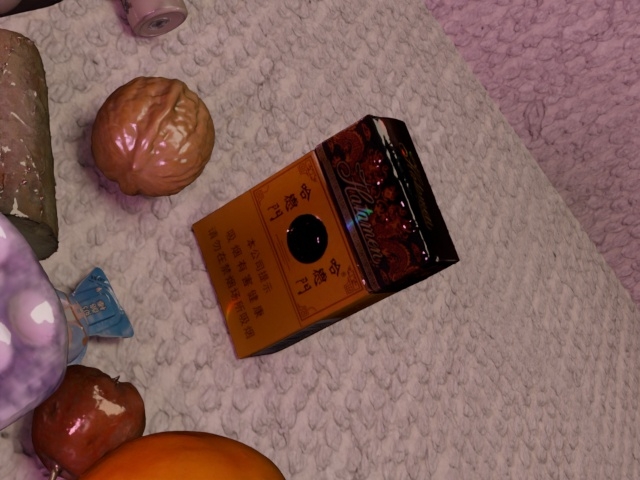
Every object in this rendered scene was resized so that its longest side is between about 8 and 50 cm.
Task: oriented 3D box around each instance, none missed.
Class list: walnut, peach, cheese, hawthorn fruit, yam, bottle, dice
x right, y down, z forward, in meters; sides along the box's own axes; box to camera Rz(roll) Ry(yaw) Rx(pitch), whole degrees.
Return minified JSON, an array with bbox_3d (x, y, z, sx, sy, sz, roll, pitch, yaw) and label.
[{"bbox_3d":[-0.271,-0.165,1.756,0.213,0.213,0.213,35,40,-36],"label":"walnut"},{"bbox_3d":[-0.183,0.403,1.328,0.302,0.342,0.342,-2,59,-10],"label":"peach"},{"bbox_3d":[-0.362,0.115,1.528,0.245,0.052,0.135,-23,85,-59],"label":"cheese"},{"bbox_3d":[-0.324,0.248,1.429,0.189,0.149,0.149,-38,101,-18],"label":"hawthorn fruit"},{"bbox_3d":[-0.445,-0.125,1.489,0.168,0.168,0.304,19,51,-48],"label":"yam"},{"bbox_3d":[-0.334,-0.499,1.997,0.110,0.110,0.233,-8,72,-57],"label":"bottle"},{"bbox_3d":[-0.462,0.116,1.172,0.270,0.271,0.270,60,31,-3],"label":"dice"}]

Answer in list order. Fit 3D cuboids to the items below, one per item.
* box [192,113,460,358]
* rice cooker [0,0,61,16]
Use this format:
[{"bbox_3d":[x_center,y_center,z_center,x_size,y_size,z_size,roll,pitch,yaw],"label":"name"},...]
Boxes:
[{"bbox_3d":[0.001,0.000,1.795,0.116,0.415,0.264,1,65,-55],"label":"box"},{"bbox_3d":[-0.468,-0.436,1.454,0.288,0.288,0.277,60,33,-3],"label":"rice cooker"}]
